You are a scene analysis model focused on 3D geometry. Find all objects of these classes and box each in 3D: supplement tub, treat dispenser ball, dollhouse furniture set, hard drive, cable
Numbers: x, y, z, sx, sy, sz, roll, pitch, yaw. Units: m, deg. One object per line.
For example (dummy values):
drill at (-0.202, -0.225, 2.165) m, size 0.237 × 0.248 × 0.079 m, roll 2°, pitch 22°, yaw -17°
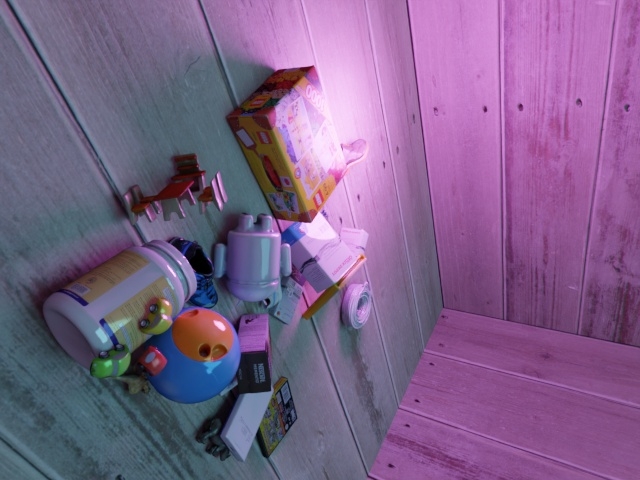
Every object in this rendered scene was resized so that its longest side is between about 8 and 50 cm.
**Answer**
supplement tub at (-0.529, 0.165, 1.211) m, size 0.331 × 0.241 × 0.241 m, roll -43°, pitch 131°, yaw -45°
treat dispenser ball at (-0.391, 0.349, 1.370) m, size 0.288 × 0.288 × 0.288 m, roll -19°, pitch 112°, yaw -55°
dollhouse furniture set at (-0.421, -0.164, 1.329) m, size 0.259 × 0.261 × 0.135 m, roll -94°, pitch 175°, yaw -67°
hard drive at (-0.292, 0.695, 1.814) m, size 0.319 × 0.040 × 0.210 m, roll -66°, pitch 149°, yaw -44°
cable at (0.208, 0.377, 2.575) m, size 0.257 × 0.089 × 0.257 m, roll -37°, pitch 127°, yaw -48°

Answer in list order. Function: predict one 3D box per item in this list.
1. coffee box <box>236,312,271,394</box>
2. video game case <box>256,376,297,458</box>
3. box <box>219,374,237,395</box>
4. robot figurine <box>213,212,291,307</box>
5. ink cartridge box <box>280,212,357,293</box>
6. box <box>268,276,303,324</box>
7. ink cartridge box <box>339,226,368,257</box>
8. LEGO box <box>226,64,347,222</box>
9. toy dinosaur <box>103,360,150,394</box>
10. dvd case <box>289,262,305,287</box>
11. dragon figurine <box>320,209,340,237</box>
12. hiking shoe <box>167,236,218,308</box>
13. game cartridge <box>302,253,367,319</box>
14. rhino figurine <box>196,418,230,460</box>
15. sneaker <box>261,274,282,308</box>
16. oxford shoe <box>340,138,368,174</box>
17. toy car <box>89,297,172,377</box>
coffee box at (-0.248, 0.419, 1.684) m, size 0.297 × 0.118 × 0.168 m, roll -107°, pitch -167°, yaw -71°
video game case at (-0.209, 0.815, 2.058) m, size 0.248 × 0.035 × 0.275 m, roll -42°, pitch 132°, yaw -46°
box at (-0.378, 0.441, 1.630) m, size 0.103 × 0.114 × 0.203 m, roll -24°, pitch 116°, yaw -53°
robot figurine at (-0.250, 0.076, 1.670) m, size 0.299 × 0.200 × 0.354 m, roll 2°, pitch 97°, yaw -18°
ink cartridge box at (-0.017, 0.042, 1.959) m, size 0.307 × 0.129 × 0.223 m, roll 51°, pitch 42°, yaw -1°
box at (-0.153, 0.273, 2.023) m, size 0.145 × 0.038 × 0.186 m, roll 47°, pitch 57°, yaw -51°
ink cartridge box at (0.162, 0.037, 2.374) m, size 0.082 × 0.139 × 0.191 m, roll 36°, pitch 66°, yaw -53°
LEGO box at (-0.107, -0.383, 1.804) m, size 0.373 × 0.193 × 0.500 m, roll -58°, pitch 141°, yaw -34°
toy dinosaur at (-0.569, 0.428, 1.381) m, size 0.183 × 0.053 × 0.093 m, roll 53°, pitch 55°, yaw -49°
dvd case at (-0.105, 0.103, 2.080) m, size 0.221 × 0.018 × 0.165 m, roll 55°, pitch 52°, yaw -47°
dragon figurine at (0.000, 0.000, 2.159) m, size 0.085 × 0.144 × 0.289 m, roll 4°, pitch 113°, yaw -61°
hiking shoe at (-0.410, 0.127, 1.491) m, size 0.113 × 0.132 × 0.304 m, roll -54°, pitch 139°, yaw -37°
game cartridge at (0.065, 0.226, 2.163) m, size 0.053 × 0.324 × 0.285 m, roll 45°, pitch 43°, yaw 3°
rhino figurine at (-0.391, 0.780, 1.725) m, size 0.106 × 0.073 × 0.243 m, roll -51°, pitch 139°, yaw -35°
sneaker at (-0.222, 0.179, 1.849) m, size 0.092 × 0.087 × 0.229 m, roll -39°, pitch 127°, yaw -45°
oxford shoe at (0.133, -0.442, 2.241) m, size 0.364 × 0.129 × 0.133 m, roll -50°, pitch 130°, yaw -41°
toy car at (-0.454, 0.278, 1.098) m, size 0.225 × 0.053 × 0.239 m, roll -24°, pitch 133°, yaw -60°
